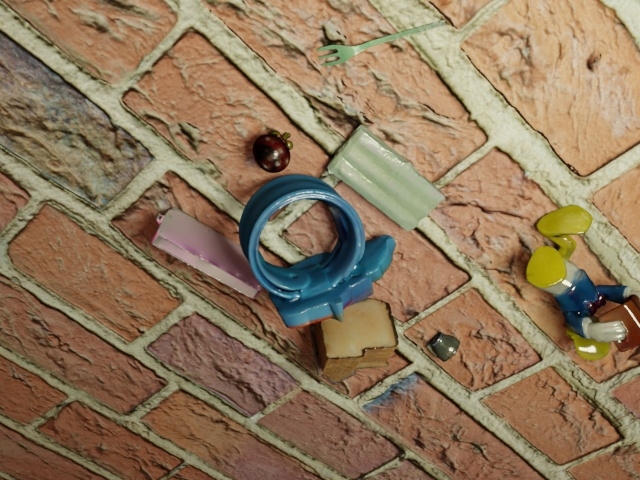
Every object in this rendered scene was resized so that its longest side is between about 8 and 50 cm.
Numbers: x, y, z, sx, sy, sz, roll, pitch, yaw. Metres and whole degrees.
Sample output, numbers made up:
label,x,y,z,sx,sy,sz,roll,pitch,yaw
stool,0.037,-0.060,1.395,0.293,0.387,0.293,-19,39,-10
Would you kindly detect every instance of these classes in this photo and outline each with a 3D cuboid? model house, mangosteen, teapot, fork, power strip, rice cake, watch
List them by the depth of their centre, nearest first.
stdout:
label,x,y,z,sx,sy,sz,roll,pitch,yaw
fork,0.106,-0.356,1.072,0.235,0.021,0.039,-12,126,13
mangosteen,-0.093,-0.172,1.180,0.080,0.081,0.081,2,125,3
watch,0.000,0.000,1.219,0.305,0.241,0.275,-24,113,-9
rice cake,0.134,-0.124,1.220,0.237,0.043,0.127,34,119,-19
power strip,-0.236,0.027,1.310,0.278,0.109,0.037,31,123,-17
model house,0.071,0.241,1.424,0.182,0.167,0.172,-1,142,-13
teapot,0.296,0.259,1.472,0.057,0.066,0.088,40,143,0

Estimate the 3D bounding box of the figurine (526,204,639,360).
label,x,y,z,sx,sy,sz,roll,pitch,yaw
figurine,0.582,0.131,1.283,0.204,0.283,0.338,-47,140,-14
